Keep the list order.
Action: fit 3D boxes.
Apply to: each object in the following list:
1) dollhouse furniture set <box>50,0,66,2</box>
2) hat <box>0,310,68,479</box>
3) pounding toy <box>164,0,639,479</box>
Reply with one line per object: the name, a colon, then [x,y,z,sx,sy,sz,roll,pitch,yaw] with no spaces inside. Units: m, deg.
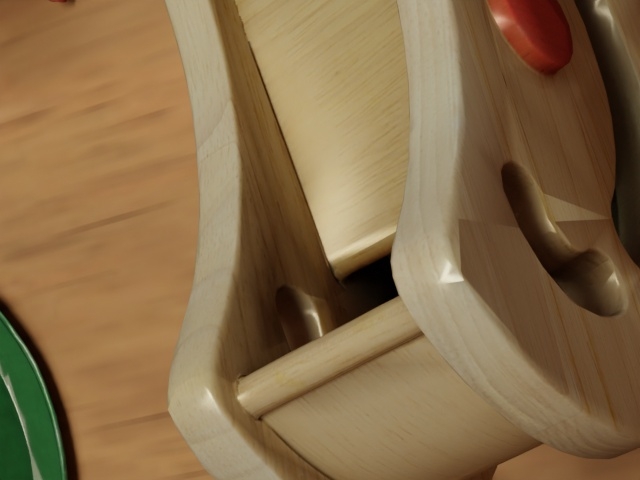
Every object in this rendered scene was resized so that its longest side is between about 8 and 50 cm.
dollhouse furniture set: [-0.180,-0.141,0.584,0.184,0.129,0.129,7,98,32]
hat: [-0.213,0.089,0.592,0.208,0.183,0.173,-10,89,34]
pounding toy: [0.000,0.000,0.463,0.155,0.154,0.269,-30,77,31]
